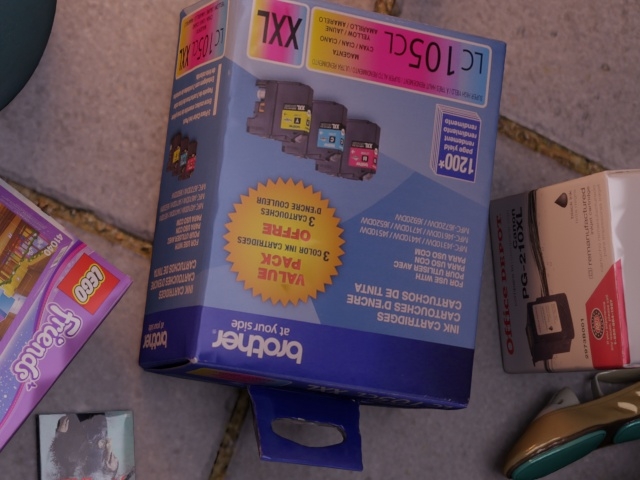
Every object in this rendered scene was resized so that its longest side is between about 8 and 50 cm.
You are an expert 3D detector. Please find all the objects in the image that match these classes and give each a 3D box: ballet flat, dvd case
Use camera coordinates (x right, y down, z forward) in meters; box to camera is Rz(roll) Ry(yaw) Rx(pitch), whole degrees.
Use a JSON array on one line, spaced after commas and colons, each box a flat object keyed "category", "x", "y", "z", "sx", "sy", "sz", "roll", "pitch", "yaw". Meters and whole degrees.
[{"category": "ballet flat", "x": 0.260, "y": 0.168, "z": 1.874, "sx": 0.232, "sy": 0.080, "sz": 0.073, "roll": -14, "pitch": 62, "yaw": -26}, {"category": "dvd case", "x": -0.201, "y": 0.207, "z": 1.694, "sx": 0.087, "sy": 0.013, "sz": 0.119, "roll": 0, "pitch": 85, "yaw": -23}]

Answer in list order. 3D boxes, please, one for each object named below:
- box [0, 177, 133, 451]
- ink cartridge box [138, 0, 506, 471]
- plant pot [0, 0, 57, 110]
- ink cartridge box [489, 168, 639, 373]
[{"category": "box", "x": -0.322, "y": 0.088, "z": 1.614, "sx": 0.201, "sy": 0.057, "sz": 0.293, "roll": 38, "pitch": 71, "yaw": -3}, {"category": "ink cartridge box", "x": 0.000, "y": 0.000, "z": 1.732, "sx": 0.270, "sy": 0.151, "sz": 0.396, "roll": 10, "pitch": 82, "yaw": -22}, {"category": "plant pot", "x": -0.337, "y": -0.239, "z": 1.558, "sx": 0.290, "sy": 0.195, "sz": 0.290, "roll": 5, "pitch": 73, "yaw": -18}, {"category": "ink cartridge box", "x": 0.250, "y": 0.032, "z": 1.784, "sx": 0.100, "sy": 0.237, "sz": 0.172, "roll": -3, "pitch": 86, "yaw": -21}]
